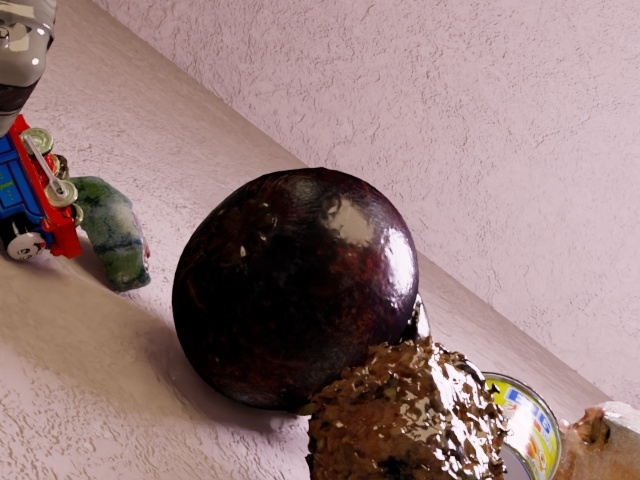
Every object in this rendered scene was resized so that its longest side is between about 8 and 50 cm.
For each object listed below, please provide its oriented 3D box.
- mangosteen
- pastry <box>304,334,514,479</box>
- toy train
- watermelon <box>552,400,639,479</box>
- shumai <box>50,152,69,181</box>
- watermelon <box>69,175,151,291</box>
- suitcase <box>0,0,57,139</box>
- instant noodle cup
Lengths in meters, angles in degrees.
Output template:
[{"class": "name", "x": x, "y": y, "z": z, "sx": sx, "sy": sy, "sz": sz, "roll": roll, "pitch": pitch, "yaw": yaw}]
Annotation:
[{"class": "mangosteen", "x": -0.022, "y": 0.069, "z": 1.274, "sx": 0.330, "sy": 0.330, "sz": 0.330, "roll": 33, "pitch": 11, "yaw": -8}, {"class": "pastry", "x": 0.107, "y": 0.231, "z": 1.081, "sx": 0.275, "sy": 0.274, "sz": 0.193, "roll": 28, "pitch": -28, "yaw": -30}, {"class": "toy train", "x": -0.377, "y": -0.064, "z": 1.277, "sx": 0.204, "sy": 0.131, "sz": 0.082, "roll": 59, "pitch": -20, "yaw": 26}, {"class": "watermelon", "x": 0.451, "y": 0.373, "z": 1.508, "sx": 0.302, "sy": 0.264, "sz": 0.151, "roll": 39, "pitch": 11, "yaw": 36}, {"class": "shumai", "x": -0.387, "y": -0.071, "z": 1.374, "sx": 0.087, "sy": 0.099, "sz": 0.124, "roll": 9, "pitch": 12, "yaw": -25}, {"class": "watermelon", "x": -0.272, "y": -0.011, "z": 1.410, "sx": 0.187, "sy": 0.071, "sz": 0.139, "roll": 62, "pitch": -1, "yaw": 17}, {"class": "suitcase", "x": -0.493, "y": -0.225, "z": 1.133, "sx": 0.352, "sy": 0.194, "sz": 0.339, "roll": 6, "pitch": -20, "yaw": -27}, {"class": "instant noodle cup", "x": 0.209, "y": 0.293, "z": 1.331, "sx": 0.205, "sy": 0.205, "sz": 0.153, "roll": 35, "pitch": 21, "yaw": 3}]
